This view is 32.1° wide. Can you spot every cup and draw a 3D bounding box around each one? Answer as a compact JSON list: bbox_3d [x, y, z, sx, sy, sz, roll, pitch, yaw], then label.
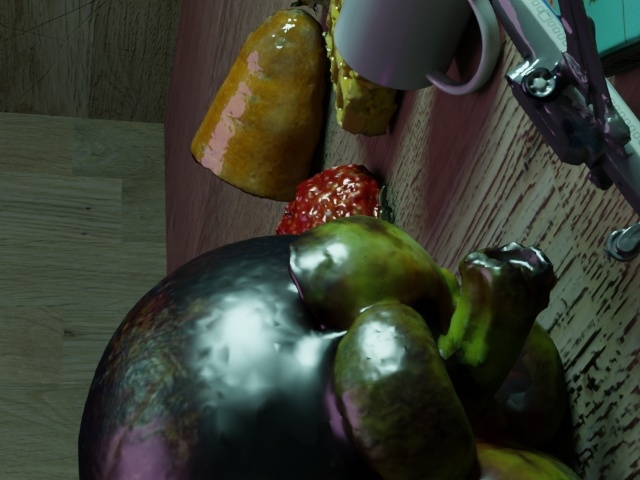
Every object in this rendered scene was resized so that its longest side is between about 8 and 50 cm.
[{"bbox_3d":[0.088,-0.185,0.854,0.099,0.136,0.133,-54,-10,-38],"label":"cup"}]

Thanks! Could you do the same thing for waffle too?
[{"bbox_3d":[0.054,-0.224,1.048,0.211,0.055,0.160,109,160,-48],"label":"waffle"}]

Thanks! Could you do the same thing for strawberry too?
[{"bbox_3d":[0.001,-0.016,1.134,0.228,0.098,0.174,-107,24,-54],"label":"strawberry"}]

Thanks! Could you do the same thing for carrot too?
[{"bbox_3d":[-0.058,-0.177,1.362,0.159,0.159,0.225,-112,38,-61],"label":"carrot"}]

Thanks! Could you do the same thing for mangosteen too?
[{"bbox_3d":[0.005,0.143,0.701,0.330,0.330,0.330,-177,90,-77],"label":"mangosteen"}]

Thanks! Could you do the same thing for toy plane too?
[{"bbox_3d":[0.127,-0.075,0.553,0.226,0.058,0.226,57,-170,-75],"label":"toy plane"}]

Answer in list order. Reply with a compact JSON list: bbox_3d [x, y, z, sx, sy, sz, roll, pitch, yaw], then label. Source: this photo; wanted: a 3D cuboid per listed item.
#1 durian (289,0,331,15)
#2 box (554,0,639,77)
[{"bbox_3d":[-0.010,-0.310,1.310,0.215,0.086,0.100,-136,36,-70],"label":"durian"},{"bbox_3d":[0.176,-0.176,0.530,0.229,0.042,0.161,167,104,-77],"label":"box"}]
